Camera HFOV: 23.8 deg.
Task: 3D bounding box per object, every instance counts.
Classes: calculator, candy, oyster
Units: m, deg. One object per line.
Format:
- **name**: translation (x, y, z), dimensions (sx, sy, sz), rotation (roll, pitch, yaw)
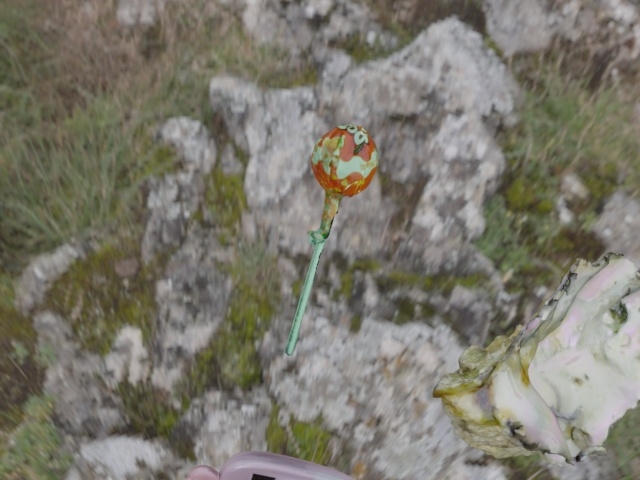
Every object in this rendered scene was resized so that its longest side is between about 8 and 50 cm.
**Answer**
- **calculator**: translation (-0.034, 0.217, 1.290), dimensions (0.166, 0.103, 0.024), rotation (13, 47, -3)
- **candy**: translation (0.000, 0.000, 1.152), dimensions (0.049, 0.055, 0.185), rotation (10, 100, -42)
- **oyster**: translation (0.152, 0.082, 0.973), dimensions (0.209, 0.072, 0.133), rotation (-45, 122, -39)
